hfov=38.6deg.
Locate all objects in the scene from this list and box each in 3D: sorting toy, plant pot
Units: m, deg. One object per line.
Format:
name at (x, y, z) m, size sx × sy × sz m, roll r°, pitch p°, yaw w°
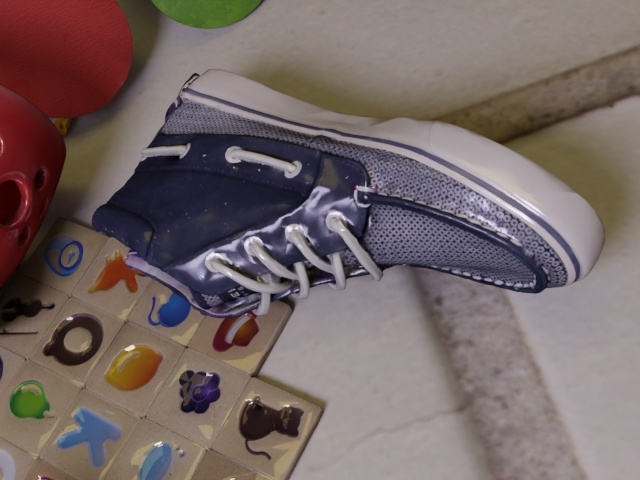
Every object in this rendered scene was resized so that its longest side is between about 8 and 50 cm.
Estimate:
sorting toy at (-0.139, -0.248, 0.823) m, size 0.366 × 0.127 × 0.126 m, roll -36°, pitch 29°, yaw -10°
plant pot at (-0.303, -0.022, 0.661) m, size 0.191 × 0.191 × 0.174 m, roll 6°, pitch 67°, yaw 21°

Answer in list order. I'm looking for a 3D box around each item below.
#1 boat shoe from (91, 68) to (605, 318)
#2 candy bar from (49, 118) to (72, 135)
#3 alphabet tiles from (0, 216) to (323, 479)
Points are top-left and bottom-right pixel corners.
boat shoe at (0.000, 0.000, 0.606) m, size 0.341 × 0.127 × 0.158 m, roll 20°, pitch 67°, yaw 37°
candy bar at (-0.286, -0.119, 0.826) m, size 0.162 × 0.018 × 0.040 m, roll 13°, pitch 65°, yaw 24°
alphabet tiles at (-0.182, 0.130, 0.650) m, size 0.343 × 0.011 × 0.285 m, roll 19°, pitch 67°, yaw 26°
